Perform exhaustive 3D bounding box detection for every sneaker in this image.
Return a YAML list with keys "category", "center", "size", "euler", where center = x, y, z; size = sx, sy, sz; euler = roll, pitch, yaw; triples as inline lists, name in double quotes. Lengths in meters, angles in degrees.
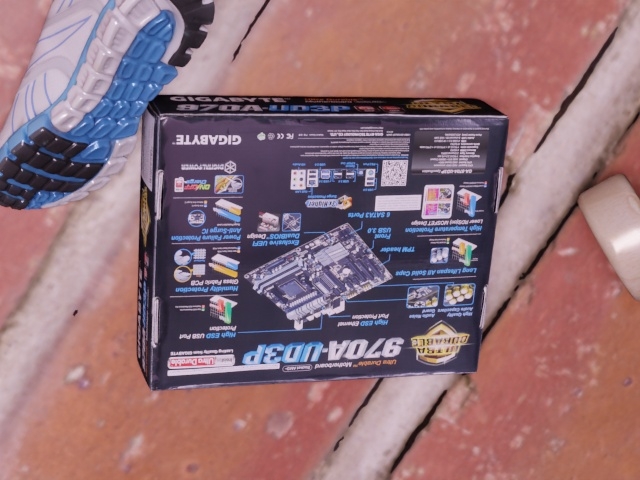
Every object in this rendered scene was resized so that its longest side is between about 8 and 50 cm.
- category: "sneaker"
  center: [-0.132, -0.096, 0.701]
  size: [0.071, 0.083, 0.191]
  euler: [11, 131, -47]

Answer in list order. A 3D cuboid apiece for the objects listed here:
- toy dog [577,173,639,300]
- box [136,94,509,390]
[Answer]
- category: "toy dog"
  center: [0.297, 0.068, 0.761]
  size: [0.333, 0.161, 0.220]
  euler: [41, 106, 7]
- category: "box"
  center: [0.000, 0.000, 0.779]
  size: [0.220, 0.051, 0.175]
  euler: [-2, 110, -16]
